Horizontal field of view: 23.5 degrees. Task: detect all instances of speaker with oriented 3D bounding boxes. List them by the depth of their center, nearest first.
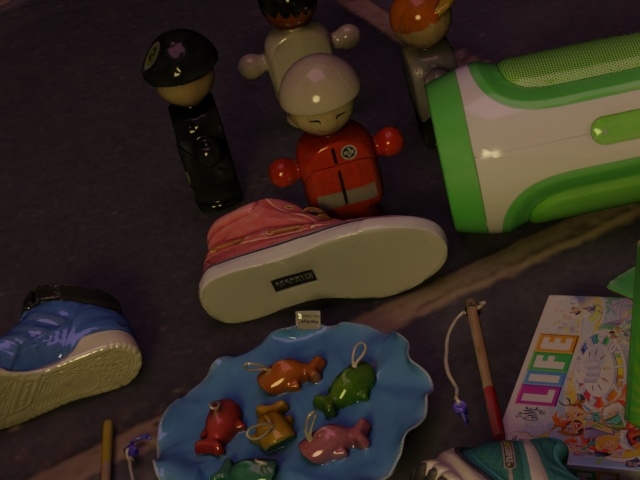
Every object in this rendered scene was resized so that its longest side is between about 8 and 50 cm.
[{"bbox_3d":[0.228,-0.088,1.070,0.297,0.131,0.131,-12,33,5],"label":"speaker"}]

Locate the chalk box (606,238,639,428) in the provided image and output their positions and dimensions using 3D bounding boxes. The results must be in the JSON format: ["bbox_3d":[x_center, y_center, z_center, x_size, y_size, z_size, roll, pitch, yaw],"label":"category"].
[{"bbox_3d":[0.250,0.050,0.814,0.132,0.132,0.213,-28,44,-27],"label":"chalk box"}]

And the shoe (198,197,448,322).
[{"bbox_3d":[0.000,0.000,1.085,0.178,0.063,0.081,-14,38,10],"label":"shoe"}]

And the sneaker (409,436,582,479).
[{"bbox_3d":[0.146,0.175,0.739,0.110,0.107,0.275,-14,33,-23],"label":"sneaker"}]

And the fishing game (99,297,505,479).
[{"bbox_3d":[-0.021,0.102,0.948,0.264,0.041,0.189,-17,32,9],"label":"fishing game"}]

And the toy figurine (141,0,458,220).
[{"bbox_3d":[-0.006,-0.119,1.189,0.213,0.148,0.209,14,43,38],"label":"toy figurine"}]

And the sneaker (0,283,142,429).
[{"bbox_3d":[-0.204,0.076,1.058,0.152,0.058,0.084,-16,38,-10],"label":"sneaker"}]

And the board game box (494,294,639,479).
[{"bbox_3d":[0.170,0.090,0.916,0.103,0.026,0.154,1,36,23],"label":"board game box"}]
